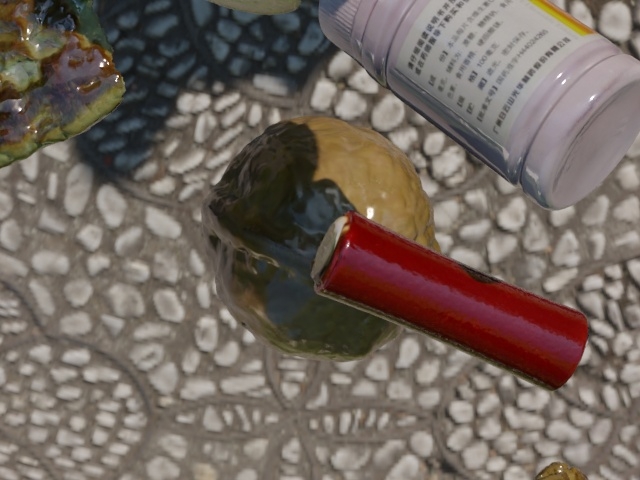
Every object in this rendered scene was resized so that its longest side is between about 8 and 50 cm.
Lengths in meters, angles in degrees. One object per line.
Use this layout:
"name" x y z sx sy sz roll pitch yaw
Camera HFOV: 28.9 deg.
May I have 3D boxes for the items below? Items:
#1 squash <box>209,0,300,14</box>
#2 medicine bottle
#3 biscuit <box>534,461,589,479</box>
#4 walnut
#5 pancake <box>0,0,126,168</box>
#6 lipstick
"squash" -0.122 -0.326 1.436 0.219 0.219 0.041 17 80 -9
"medicine bottle" 0.125 -0.143 0.974 0.250 0.133 0.133 40 125 28
"biscuit" 0.186 0.280 0.948 0.042 0.226 0.226 -1 124 23
"walnut" 0.003 0.002 1.554 0.306 0.344 0.306 -3 106 -12
"pancake" -0.388 -0.188 1.114 0.427 0.305 0.067 -8 166 4
"lipstick" 0.112 0.053 1.062 0.241 0.080 0.080 23 120 -12
